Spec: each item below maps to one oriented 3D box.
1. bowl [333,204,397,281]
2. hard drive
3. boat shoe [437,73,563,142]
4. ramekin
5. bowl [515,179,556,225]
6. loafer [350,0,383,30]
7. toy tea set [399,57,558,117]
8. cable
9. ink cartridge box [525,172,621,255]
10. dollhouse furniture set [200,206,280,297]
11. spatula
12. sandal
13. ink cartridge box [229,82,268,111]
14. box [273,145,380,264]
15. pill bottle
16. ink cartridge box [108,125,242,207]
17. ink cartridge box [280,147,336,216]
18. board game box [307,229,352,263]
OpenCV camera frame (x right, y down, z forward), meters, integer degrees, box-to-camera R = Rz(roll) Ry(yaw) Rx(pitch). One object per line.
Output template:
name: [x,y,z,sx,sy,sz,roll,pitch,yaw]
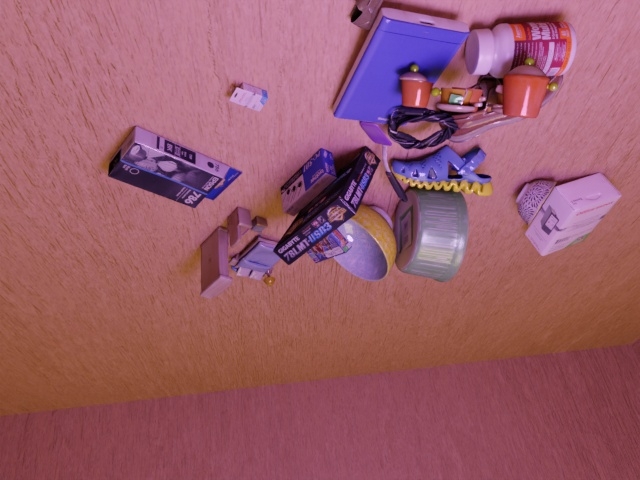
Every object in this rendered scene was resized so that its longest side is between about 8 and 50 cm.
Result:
bowl: [0.147,-0.022,1.740,0.156,0.289,0.289,-44,159,-27]
hard drive: [0.179,-0.397,1.268,0.210,0.040,0.319,2,153,-19]
boat shoe: [0.450,-0.363,1.359,0.324,0.123,0.116,-28,141,24]
ramekin: [0.337,-0.025,1.693,0.148,0.304,0.303,6,145,-9]
bowl: [0.702,-0.140,1.767,0.080,0.170,0.170,32,151,17]
loafer: [0.099,-0.505,1.112,0.050,0.056,0.148,-7,148,-15]
toy tea set: [0.348,-0.352,1.199,0.335,0.200,0.124,3,106,-6]
cable: [0.266,-0.284,1.381,0.184,0.047,0.151,4,151,7]
ink cartridge box: [0.867,-0.088,1.845,0.198,0.115,0.273,-17,149,-15]
dollhouse furniture set: [-0.218,0.079,1.801,0.303,0.198,0.286,18,139,-35]
spatula: [0.189,-0.218,1.502,0.030,0.084,0.296,-43,128,-19]
sandal: [0.364,-0.218,1.585,0.317,0.126,0.138,4,109,-7]
ink cartridge box: [-0.177,-0.353,1.303,0.083,0.028,0.048,13,141,-30]
box: [0.022,-0.100,1.511,0.073,0.293,0.295,42,130,-13]
pill bottle: [0.459,-0.440,1.234,0.221,0.121,0.121,-3,147,-3]
ink cartridge box: [-0.395,-0.184,1.480,0.332,0.065,0.165,19,137,-37]
ink cartridge box: [-0.039,-0.168,1.557,0.046,0.097,0.207,19,138,-35]
board game box: [0.000,0.000,1.752,0.136,0.035,0.201,50,150,-11]
